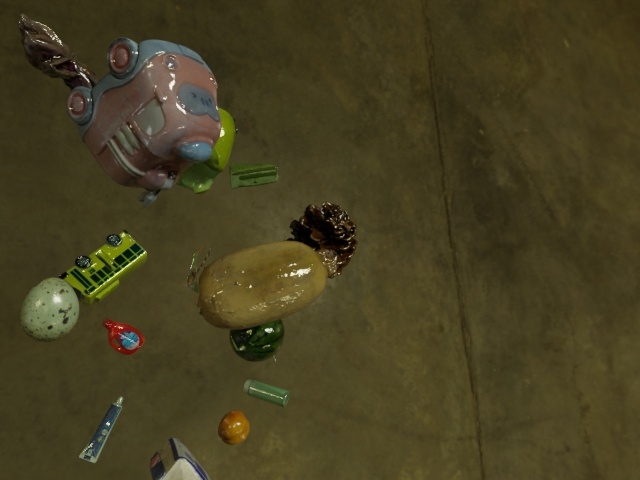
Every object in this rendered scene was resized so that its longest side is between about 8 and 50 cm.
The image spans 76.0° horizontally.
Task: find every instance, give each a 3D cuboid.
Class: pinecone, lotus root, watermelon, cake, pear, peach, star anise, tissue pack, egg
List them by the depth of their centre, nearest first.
[{"bbox_3d":[-0.458,0.117,0.695,0.085,0.085,0.111,1,99,-28],"label":"egg"},{"bbox_3d":[-0.101,0.088,0.905,0.342,0.151,0.170,-15,88,-18],"label":"lotus root"},{"bbox_3d":[-0.581,-0.399,0.909,0.073,0.212,0.197,-38,76,1],"label":"star anise"},{"bbox_3d":[-0.437,-0.294,1.262,0.281,0.286,0.177,18,39,-39],"label":"pear"},{"bbox_3d":[0.008,0.003,1.283,0.243,0.257,0.244,36,22,-18],"label":"pinecone"},{"bbox_3d":[-0.439,0.764,1.293,0.137,0.269,0.209,-37,97,-26],"label":"tissue pack"},{"bbox_3d":[-0.223,0.331,1.419,0.188,0.187,0.215,56,27,-7],"label":"watermelon"},{"bbox_3d":[-0.384,0.829,1.808,0.137,0.138,0.138,7,75,-27],"label":"peach"},{"bbox_3d":[-0.319,-0.302,1.946,0.234,0.100,0.099,1,38,-1],"label":"cake"}]

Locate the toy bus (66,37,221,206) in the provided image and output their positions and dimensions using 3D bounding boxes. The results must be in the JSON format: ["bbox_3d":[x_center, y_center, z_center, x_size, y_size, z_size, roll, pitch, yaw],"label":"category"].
[{"bbox_3d":[-0.326,-0.228,0.820,0.232,0.294,0.197,61,21,7],"label":"toy bus"}]

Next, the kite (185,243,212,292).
[{"bbox_3d":[-0.445,0.105,1.513,0.006,0.198,0.244,9,31,5],"label":"kite"}]

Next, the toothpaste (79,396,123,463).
[{"bbox_3d":[-0.685,0.595,1.303,0.056,0.035,0.197,21,59,-1],"label":"toothpaste"}]

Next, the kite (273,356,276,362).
[{"bbox_3d":[-0.225,0.367,1.617,0.012,0.229,0.250,-29,63,-2],"label":"kite"}]

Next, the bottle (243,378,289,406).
[{"bbox_3d":[-0.099,0.278,0.751,0.083,0.030,0.031,13,68,13],"label":"bottle"}]

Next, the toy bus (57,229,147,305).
[{"bbox_3d":[-0.746,0.100,1.420,0.150,0.128,0.262,45,52,-4],"label":"toy bus"}]

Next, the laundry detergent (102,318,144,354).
[{"bbox_3d":[-0.724,0.343,1.483,0.097,0.049,0.165,-48,130,-18],"label":"laundry detergent"}]
